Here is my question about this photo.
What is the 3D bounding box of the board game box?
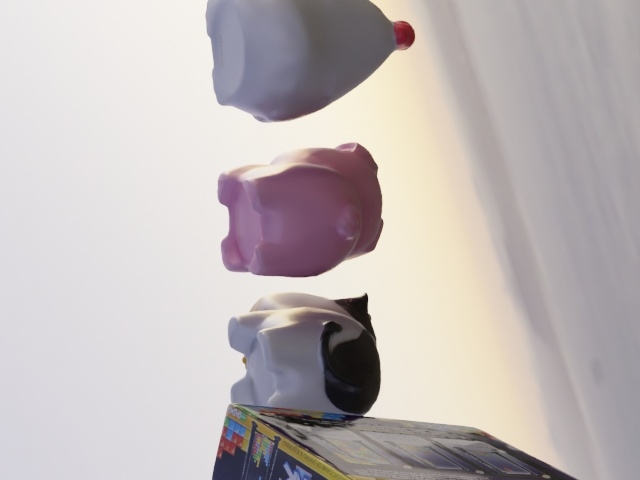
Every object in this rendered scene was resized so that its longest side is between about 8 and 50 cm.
[{"bbox_3d":[0.051,0.133,0.899,0.141,0.170,0.048,25,103,57],"label":"board game box"}]

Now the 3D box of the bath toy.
[{"bbox_3d":[0.000,0.000,1.080,0.151,0.129,0.348,-156,62,-65],"label":"bath toy"}]
